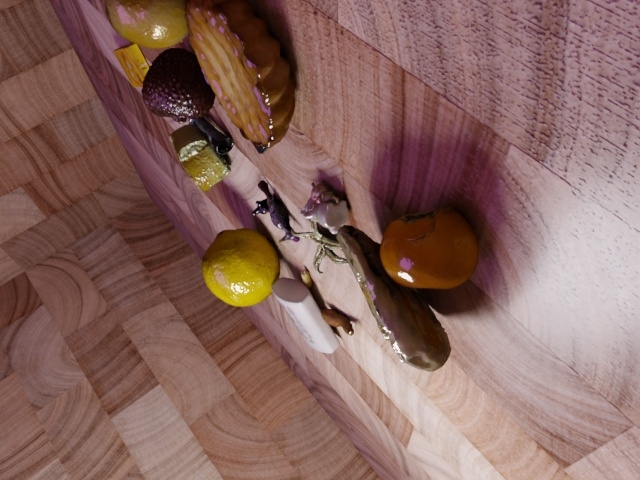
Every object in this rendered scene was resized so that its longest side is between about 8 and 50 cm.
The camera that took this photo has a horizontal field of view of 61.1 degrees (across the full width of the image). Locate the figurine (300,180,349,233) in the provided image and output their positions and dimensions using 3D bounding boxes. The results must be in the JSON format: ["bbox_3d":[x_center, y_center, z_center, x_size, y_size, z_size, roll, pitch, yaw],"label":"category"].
[{"bbox_3d":[0.008,-0.083,1.226,0.146,0.081,0.098,36,111,55],"label":"figurine"}]

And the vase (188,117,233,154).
[{"bbox_3d":[-0.329,-0.326,1.624,0.167,0.059,0.059,45,160,28],"label":"vase"}]

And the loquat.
[{"bbox_3d":[-0.352,-0.511,1.143,0.213,0.213,0.213,47,160,23],"label":"loquat"}]

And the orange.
[{"bbox_3d":[0.170,0.011,0.853,0.155,0.155,0.134,147,129,-72],"label":"orange"}]

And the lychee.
[{"bbox_3d":[-0.363,-0.395,1.406,0.194,0.194,0.194,47,160,23],"label":"lychee"}]

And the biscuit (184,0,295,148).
[{"bbox_3d":[-0.153,-0.344,1.083,0.325,0.107,0.325,48,158,26],"label":"biscuit"}]

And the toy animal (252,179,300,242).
[{"bbox_3d":[-0.124,-0.070,1.555,0.202,0.070,0.105,54,143,15],"label":"toy animal"}]

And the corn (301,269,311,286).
[{"bbox_3d":[-0.046,0.122,1.758,0.028,0.027,0.083,46,162,35],"label":"corn"}]

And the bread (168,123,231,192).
[{"bbox_3d":[-0.396,-0.282,1.745,0.257,0.124,0.186,50,171,41],"label":"bread"}]

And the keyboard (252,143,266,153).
[{"bbox_3d":[-0.201,-0.323,1.363,0.230,0.025,0.094,57,163,-6],"label":"keyboard"}]

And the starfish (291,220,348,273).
[{"bbox_3d":[0.002,-0.001,1.389,0.224,0.050,0.216,20,137,41],"label":"starfish"}]

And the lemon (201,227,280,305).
[{"bbox_3d":[-0.275,0.094,1.897,0.293,0.293,0.293,47,160,23],"label":"lemon"}]

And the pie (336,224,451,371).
[{"bbox_3d":[0.133,0.102,1.013,0.339,0.077,0.339,52,-170,-12],"label":"pie"}]

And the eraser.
[{"bbox_3d":[-0.049,0.257,1.857,0.174,0.095,0.270,21,146,47],"label":"eraser"}]

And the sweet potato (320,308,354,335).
[{"bbox_3d":[0.061,0.255,1.686,0.214,0.050,0.050,20,142,62],"label":"sweet potato"}]

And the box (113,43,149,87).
[{"bbox_3d":[-0.677,-0.632,1.974,0.269,0.043,0.152,26,147,57],"label":"box"}]
